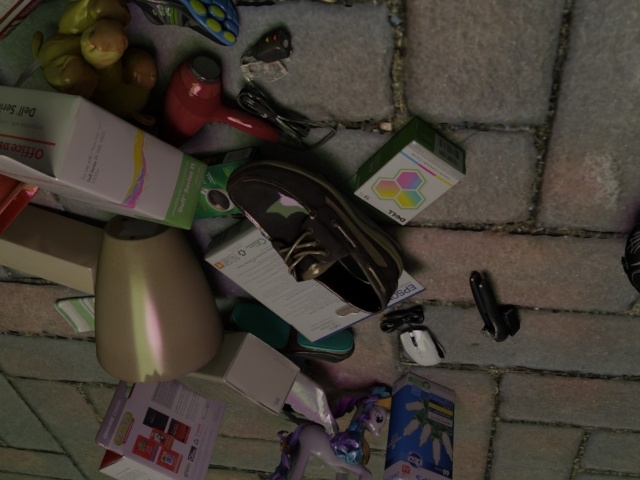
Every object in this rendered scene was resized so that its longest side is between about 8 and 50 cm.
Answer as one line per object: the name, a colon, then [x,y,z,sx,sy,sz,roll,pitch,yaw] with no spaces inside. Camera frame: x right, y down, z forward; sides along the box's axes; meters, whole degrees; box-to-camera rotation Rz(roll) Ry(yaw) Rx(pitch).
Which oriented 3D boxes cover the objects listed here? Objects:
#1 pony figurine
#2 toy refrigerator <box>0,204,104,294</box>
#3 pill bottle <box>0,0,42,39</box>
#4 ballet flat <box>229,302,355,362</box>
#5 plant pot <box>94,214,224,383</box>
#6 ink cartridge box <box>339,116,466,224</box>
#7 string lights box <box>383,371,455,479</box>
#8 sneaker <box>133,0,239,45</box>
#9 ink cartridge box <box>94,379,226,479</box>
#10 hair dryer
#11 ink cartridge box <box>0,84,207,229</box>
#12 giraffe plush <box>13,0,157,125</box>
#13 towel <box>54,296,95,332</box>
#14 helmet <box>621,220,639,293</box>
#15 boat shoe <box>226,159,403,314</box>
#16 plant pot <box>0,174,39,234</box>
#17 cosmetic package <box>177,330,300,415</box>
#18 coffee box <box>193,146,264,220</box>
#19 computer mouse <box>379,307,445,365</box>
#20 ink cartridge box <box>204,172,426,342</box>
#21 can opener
pony figurine: [-0.003,0.470,1.595,0.351,0.363,0.303,16,147,20]
toy refrigerator: [-0.551,0.008,1.344,0.269,0.102,0.094,17,137,2]
pill bottle: [-0.418,-0.371,0.913,0.221,0.121,0.121,-25,126,33]
ballet flat: [-0.066,0.215,1.478,0.280,0.095,0.096,17,146,-4]
plant pot: [-0.325,0.086,1.315,0.256,0.256,0.274,4,121,9]
ink cartridge box: [0.128,-0.095,1.122,0.109,0.062,0.209,31,135,-20]
string lights box: [0.223,0.442,1.525,0.133,0.260,0.077,24,136,-14]
sneaker: [-0.200,-0.333,0.957,0.188,0.067,0.078,25,156,-16]
ink cartridge box: [-0.377,0.404,1.589,0.272,0.309,0.130,36,133,-22]
hair dryer: [-0.142,-0.191,1.070,0.293,0.080,0.223,-9,133,22]
ink cartridge box: [-0.356,-0.126,0.992,0.207,0.119,0.353,12,173,28]
giraffe plush: [-0.315,-0.247,1.009,0.210,0.181,0.170,-29,144,26]
towel: [-0.532,0.175,1.592,0.152,0.023,0.113,-7,135,19]
helmet: [0.572,0.019,1.068,0.169,0.169,0.161,6,153,6]
boat shoe: [0.000,0.000,1.116,0.355,0.130,0.132,33,130,-22]
plant pot: [-0.617,-0.135,1.127,0.265,0.272,0.272,39,132,-15]
cosmetic package: [-0.207,0.277,1.480,0.160,0.113,0.309,41,152,-29]
coffee box: [-0.175,-0.099,1.205,0.184,0.040,0.113,-10,132,22]
computer mouse: [0.209,0.218,1.451,0.106,0.042,0.193,-19,129,28]
ink cartridge box: [-0.010,0.046,1.303,0.303,0.072,0.307,-30,125,33]
can opener: [0.330,0.132,1.332,0.059,0.073,0.186,23,154,53]
